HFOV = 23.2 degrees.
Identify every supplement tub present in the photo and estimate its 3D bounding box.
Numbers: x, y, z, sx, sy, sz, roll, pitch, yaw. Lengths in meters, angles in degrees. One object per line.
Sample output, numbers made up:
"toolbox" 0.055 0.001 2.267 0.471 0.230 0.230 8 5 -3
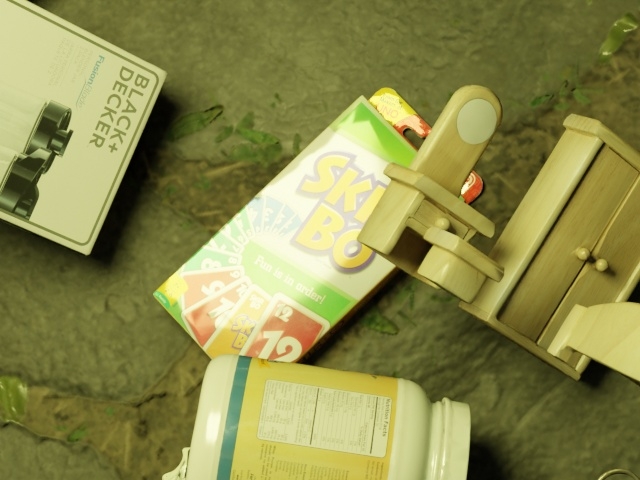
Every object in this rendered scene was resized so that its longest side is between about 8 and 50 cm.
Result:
"supplement tub" 0.005 0.168 1.172 0.199 0.144 0.144 9 83 0

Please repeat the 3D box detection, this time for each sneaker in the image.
"sneaker" -0.115 0.205 1.254 0.037 0.032 0.083 30 81 24

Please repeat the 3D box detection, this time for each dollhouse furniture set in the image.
"dollhouse furniture set" 0.244 0.031 1.050 0.303 0.355 0.174 32 88 -26

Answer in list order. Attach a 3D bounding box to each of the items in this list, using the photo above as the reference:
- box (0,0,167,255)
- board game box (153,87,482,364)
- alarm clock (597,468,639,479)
"box" -0.283 -0.121 1.214 0.290 0.087 0.169 27 84 -30
"board game box" 0.000 0.000 1.265 0.259 0.039 0.124 -43 78 -2
"alarm clock" 0.289 0.228 1.159 0.192 0.064 0.129 31 95 5
